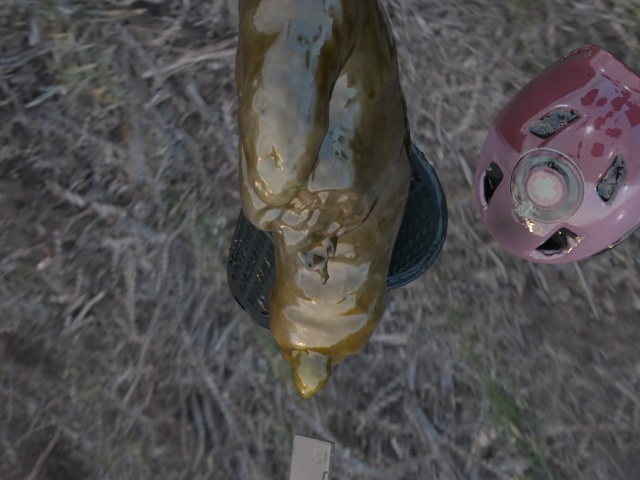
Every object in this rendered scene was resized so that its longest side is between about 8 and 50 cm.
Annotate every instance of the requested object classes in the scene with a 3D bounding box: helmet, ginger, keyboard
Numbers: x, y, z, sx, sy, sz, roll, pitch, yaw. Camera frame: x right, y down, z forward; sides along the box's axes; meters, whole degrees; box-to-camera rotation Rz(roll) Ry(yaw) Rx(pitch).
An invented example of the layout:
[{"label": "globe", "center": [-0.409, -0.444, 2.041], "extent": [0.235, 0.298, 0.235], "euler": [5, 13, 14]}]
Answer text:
[{"label": "helmet", "center": [0.257, -0.070, 1.638], "extent": [0.198, 0.253, 0.154], "euler": [44, 63, 9]}, {"label": "ginger", "center": [0.002, -0.054, 0.701], "extent": [0.080, 0.166, 0.333], "euler": [4, 144, 4]}, {"label": "keyboard", "center": [-0.012, 0.298, 1.680], "extent": [0.055, 0.017, 0.165], "euler": [9, 96, 35]}]

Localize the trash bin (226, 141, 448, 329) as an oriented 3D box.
[{"label": "trash bin", "center": [0.000, 0.000, 1.289], "extent": [0.175, 0.161, 0.175], "euler": [10, 57, -15]}]
